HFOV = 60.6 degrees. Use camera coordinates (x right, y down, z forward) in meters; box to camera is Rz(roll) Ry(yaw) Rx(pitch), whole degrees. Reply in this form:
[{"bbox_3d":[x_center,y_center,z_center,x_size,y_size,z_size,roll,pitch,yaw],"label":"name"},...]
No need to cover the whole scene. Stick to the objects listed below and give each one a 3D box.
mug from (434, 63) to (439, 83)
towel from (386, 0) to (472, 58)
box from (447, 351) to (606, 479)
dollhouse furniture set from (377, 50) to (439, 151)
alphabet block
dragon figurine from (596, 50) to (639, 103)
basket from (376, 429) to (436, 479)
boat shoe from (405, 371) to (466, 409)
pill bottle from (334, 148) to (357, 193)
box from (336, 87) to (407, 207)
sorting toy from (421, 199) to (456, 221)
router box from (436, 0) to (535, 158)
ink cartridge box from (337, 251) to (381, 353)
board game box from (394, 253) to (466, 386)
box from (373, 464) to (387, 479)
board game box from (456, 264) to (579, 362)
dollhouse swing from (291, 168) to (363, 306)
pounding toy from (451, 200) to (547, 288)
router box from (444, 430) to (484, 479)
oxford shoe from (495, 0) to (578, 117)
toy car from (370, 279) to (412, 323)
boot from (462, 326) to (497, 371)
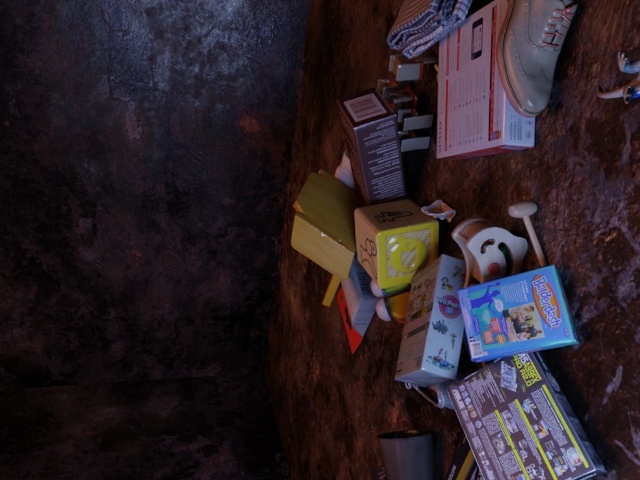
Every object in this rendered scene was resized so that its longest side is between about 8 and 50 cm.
[{"bbox_3d":[0.349,-0.453,1.513,0.064,0.062,0.078,-98,-6,-52],"label":"mug"},{"bbox_3d":[0.298,-0.635,1.436,0.235,0.121,0.284,-65,15,-8],"label":"towel"},{"bbox_3d":[0.408,0.381,1.125,0.216,0.060,0.270,-40,47,25],"label":"box"},{"bbox_3d":[0.280,-0.441,1.691,0.262,0.135,0.259,-109,14,-47],"label":"dollhouse furniture set"},{"bbox_3d":[0.224,0.005,1.637,0.197,0.194,0.192,-123,24,-60],"label":"alphabet block"},{"bbox_3d":[0.545,-0.268,0.837,0.289,0.144,0.085,78,-173,-80],"label":"dragon figurine"},{"bbox_3d":[0.265,0.691,1.625,0.204,0.154,0.226,146,119,-63],"label":"basket"},{"bbox_3d":[0.307,0.395,1.562,0.320,0.103,0.118,-153,64,-70],"label":"boat shoe"},{"bbox_3d":[0.123,-0.195,2.064,0.160,0.160,0.283,-110,27,-48],"label":"pill bottle"},{"bbox_3d":[0.170,-0.260,1.730,0.191,0.143,0.381,-111,5,-46],"label":"box"},{"bbox_3d":[0.328,-0.081,1.549,0.083,0.075,0.044,-122,37,-61],"label":"sorting toy"},{"bbox_3d":[0.394,-0.378,1.331,0.301,0.082,0.335,-170,81,-73],"label":"router box"},{"bbox_3d":[0.113,0.229,2.210,0.385,0.091,0.308,109,155,-44],"label":"ink cartridge box"},{"bbox_3d":[0.294,0.215,1.432,0.224,0.098,0.303,120,166,-68],"label":"board game box"},{"bbox_3d":[0.250,0.798,1.757,0.156,0.093,0.158,117,148,-55],"label":"box"},{"bbox_3d":[0.406,0.156,1.144,0.210,0.047,0.160,-19,65,30],"label":"board game box"},{"bbox_3d":[0.000,0.000,1.916,0.305,0.315,0.346,-51,10,35],"label":"dollhouse swing"},{"bbox_3d":[0.389,0.042,1.219,0.155,0.154,0.269,-129,42,-64],"label":"pounding toy"},{"bbox_3d":[0.407,0.572,1.276,0.243,0.081,0.308,-119,33,-57],"label":"router box"},{"bbox_3d":[0.446,-0.431,1.112,0.130,0.123,0.348,-176,84,-64],"label":"oxford shoe"},{"bbox_3d":[0.253,0.175,1.719,0.136,0.159,0.182,51,-157,-55],"label":"toy car"},{"bbox_3d":[0.404,0.257,1.331,0.189,0.076,0.208,120,153,-54],"label":"boot"}]
